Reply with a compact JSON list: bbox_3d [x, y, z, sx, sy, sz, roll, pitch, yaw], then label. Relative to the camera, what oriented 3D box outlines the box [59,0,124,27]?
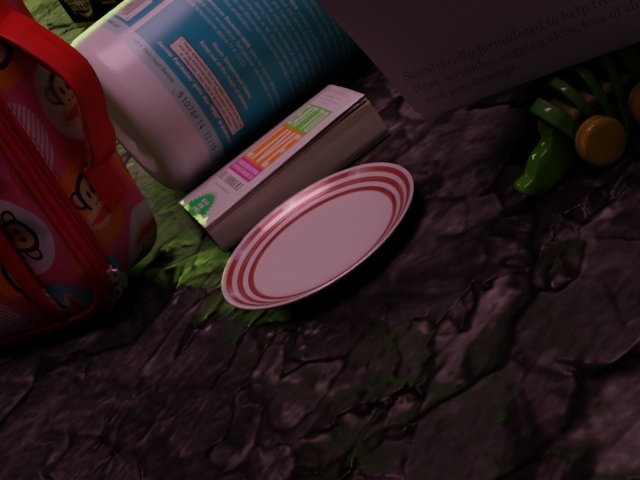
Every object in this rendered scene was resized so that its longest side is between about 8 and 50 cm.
[{"bbox_3d":[-0.138,-0.376,1.628,0.322,0.079,0.257,-47,30,-24],"label":"box"}]

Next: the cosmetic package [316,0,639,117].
[{"bbox_3d":[0.139,-0.282,0.849,0.217,0.156,0.385,-15,44,40],"label":"cosmetic package"}]

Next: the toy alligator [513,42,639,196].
[{"bbox_3d":[0.180,-0.097,0.798,0.190,0.051,0.056,-36,26,-4],"label":"toy alligator"}]

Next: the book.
[{"bbox_3d":[-0.030,-0.054,1.003,0.144,0.035,0.096,-39,22,-6],"label":"book"}]

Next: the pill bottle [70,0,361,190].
[{"bbox_3d":[-0.056,-0.170,1.095,0.264,0.146,0.146,-40,26,-12],"label":"pill bottle"}]

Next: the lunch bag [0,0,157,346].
[{"bbox_3d":[-0.251,-0.067,0.984,0.258,0.293,0.120,-15,27,35],"label":"lunch bag"}]

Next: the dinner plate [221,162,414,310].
[{"bbox_3d":[0.000,0.000,0.885,0.141,0.017,0.141,-27,28,15],"label":"dinner plate"}]
